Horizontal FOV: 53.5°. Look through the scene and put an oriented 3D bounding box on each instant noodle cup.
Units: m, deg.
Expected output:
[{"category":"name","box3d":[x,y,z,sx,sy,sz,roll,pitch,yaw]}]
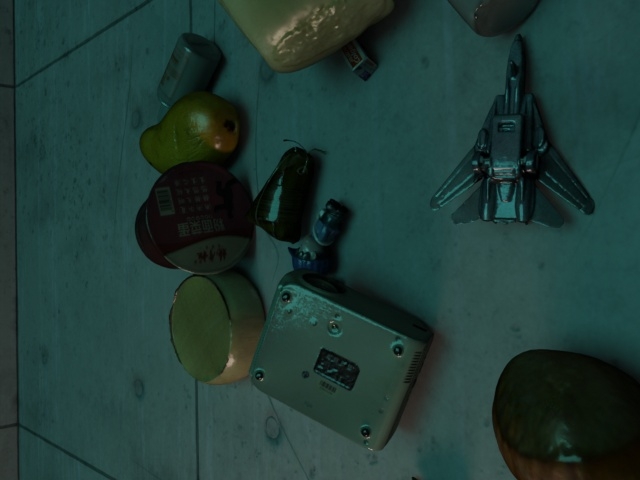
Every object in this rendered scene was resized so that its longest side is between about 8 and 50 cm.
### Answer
[{"category":"instant noodle cup","box3d":[-0.280,-0.036,1.350,0.178,0.235,0.234,-15,79,57]}]

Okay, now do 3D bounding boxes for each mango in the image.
[{"category":"mango","box3d":[-0.288,-0.229,1.419,0.295,0.120,0.177,-15,91,45]}]

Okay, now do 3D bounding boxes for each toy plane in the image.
[{"category":"toy plane","box3d":[0.255,-0.151,0.845,0.212,0.088,0.267,4,90,25]}]

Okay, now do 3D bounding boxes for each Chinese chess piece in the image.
[{"category":"Chinese chess piece","box3d":[-0.223,0.184,1.363,0.250,0.103,0.249,1,91,47]}]

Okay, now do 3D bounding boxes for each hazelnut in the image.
[{"category":"hazelnut","box3d":[0.300,0.232,0.743,0.214,0.176,0.214,159,90,-81]}]

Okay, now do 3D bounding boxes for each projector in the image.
[{"category":"projector","box3d":[0.028,0.183,1.013,0.250,0.108,0.198,25,105,20]}]

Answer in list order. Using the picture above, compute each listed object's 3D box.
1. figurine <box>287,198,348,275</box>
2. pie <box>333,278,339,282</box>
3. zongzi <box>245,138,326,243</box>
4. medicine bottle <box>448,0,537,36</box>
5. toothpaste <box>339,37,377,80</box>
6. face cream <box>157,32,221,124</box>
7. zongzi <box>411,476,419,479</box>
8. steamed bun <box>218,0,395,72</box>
[{"category":"figurine","box3d":[0.000,0.000,1.146,0.087,0.086,0.149,32,106,-1]},{"category":"pie","box3d":[-0.001,0.119,1.169,0.170,0.034,0.092,-28,80,46]},{"category":"zongzi","box3d":[-0.086,-0.106,1.236,0.184,0.084,0.187,28,104,55]},{"category":"medicine bottle","box3d":[0.176,-0.445,0.916,0.110,0.110,0.351,-50,55,35]},{"category":"toothpaste","box3d":[0.038,-0.367,1.119,0.040,0.047,0.196,-38,61,23]},{"category":"face cream","box3d":[-0.323,-0.348,1.472,0.251,0.101,0.101,-54,53,33]},{"category":"zongzi","box3d":[0.180,0.387,0.975,0.076,0.040,0.083,-45,40,30]},{"category":"steamed bun","box3d":[-0.049,-0.437,1.003,0.290,0.272,0.273,-37,63,20]}]
